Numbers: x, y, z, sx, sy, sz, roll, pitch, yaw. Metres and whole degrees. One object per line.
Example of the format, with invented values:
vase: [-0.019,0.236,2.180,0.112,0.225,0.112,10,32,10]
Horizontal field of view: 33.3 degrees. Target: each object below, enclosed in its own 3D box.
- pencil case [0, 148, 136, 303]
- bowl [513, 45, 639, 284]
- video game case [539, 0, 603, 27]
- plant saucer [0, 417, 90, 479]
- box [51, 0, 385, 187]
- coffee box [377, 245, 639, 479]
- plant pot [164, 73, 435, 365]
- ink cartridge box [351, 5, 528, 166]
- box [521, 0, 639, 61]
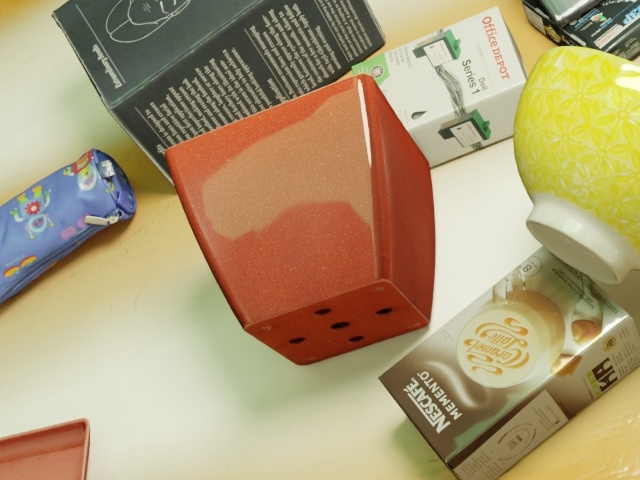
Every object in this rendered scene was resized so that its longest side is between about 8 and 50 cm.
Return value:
pencil case: [-0.416,-0.015,1.603,0.306,0.119,0.133,-33,50,4]
bowl: [0.301,-0.050,1.104,0.289,0.289,0.156,32,83,40]
video game case: [0.384,-0.431,1.422,0.274,0.026,0.196,-31,69,7]
plant saucer: [-0.405,0.375,1.366,0.259,0.048,0.258,-15,52,17]
box: [-0.157,-0.323,1.624,0.395,0.212,0.293,-35,49,0]
coffee box: [0.209,0.139,1.172,0.246,0.098,0.141,-39,48,-2]
plant pot: [0.000,0.000,1.294,0.267,0.267,0.236,-19,63,15]
ink cartridge box: [0.169,-0.198,1.439,0.219,0.092,0.160,-22,50,13]
box: [0.409,-0.336,1.439,0.220,0.051,0.175,-38,49,-1]
